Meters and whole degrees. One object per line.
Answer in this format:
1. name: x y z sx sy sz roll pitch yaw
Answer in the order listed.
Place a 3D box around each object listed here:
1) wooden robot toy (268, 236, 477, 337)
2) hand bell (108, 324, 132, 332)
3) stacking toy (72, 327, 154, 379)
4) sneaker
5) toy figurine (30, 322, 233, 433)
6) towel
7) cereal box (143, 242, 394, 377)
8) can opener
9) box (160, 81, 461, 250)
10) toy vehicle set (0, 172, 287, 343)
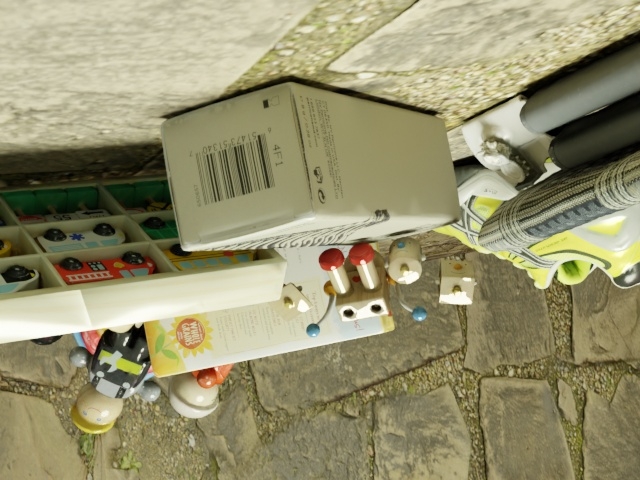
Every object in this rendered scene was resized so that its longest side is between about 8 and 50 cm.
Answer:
1. wooden robot toy: 0.042 0.022 0.976 0.173 0.076 0.079 -10 -149 12
2. hand bell: -0.099 -0.021 1.045 0.242 0.126 0.126 -24 172 11
3. stacking toy: -0.251 0.090 1.662 0.175 0.165 0.302 -26 170 -24
4. sneaker: 0.224 -0.019 1.286 0.145 0.147 0.385 -11 -176 -25
5. toy figurine: -0.207 0.100 1.273 0.210 0.213 0.148 -5 134 -49
6. towel: 0.316 -0.097 0.958 0.324 0.056 0.312 -27 178 -18
7. cereal box: -0.061 0.026 1.109 0.240 0.172 0.047 -12 175 18
8. can opener: 0.205 -0.105 0.931 0.093 0.074 0.280 -46 -171 -19
9. box: 0.005 -0.048 0.873 0.113 0.094 0.275 -13 174 28
10. toy vehicle set: -0.180 0.007 0.871 0.267 0.035 0.166 -7 -149 -33
